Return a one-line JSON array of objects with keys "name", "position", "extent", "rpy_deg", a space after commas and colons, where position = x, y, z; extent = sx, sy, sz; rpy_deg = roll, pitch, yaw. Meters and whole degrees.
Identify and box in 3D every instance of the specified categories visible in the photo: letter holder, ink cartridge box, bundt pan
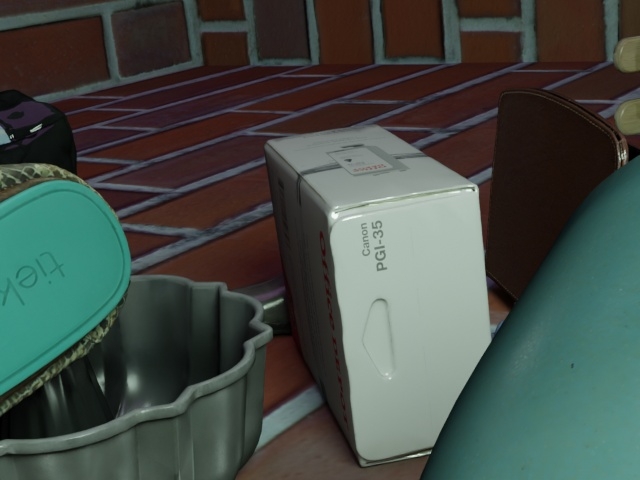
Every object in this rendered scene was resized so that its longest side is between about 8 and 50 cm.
[{"name": "letter holder", "position": [0.272, -0.029, 1.018], "extent": [0.152, 0.214, 0.302], "rpy_deg": [-2, 15, -9]}, {"name": "ink cartridge box", "position": [0.042, 0.031, 0.926], "extent": [0.117, 0.207, 0.283], "rpy_deg": [-10, 17, -10]}, {"name": "bundt pan", "position": [-0.193, 0.133, 0.803], "extent": [0.330, 0.124, 0.331], "rpy_deg": [-5, 16, 1]}]

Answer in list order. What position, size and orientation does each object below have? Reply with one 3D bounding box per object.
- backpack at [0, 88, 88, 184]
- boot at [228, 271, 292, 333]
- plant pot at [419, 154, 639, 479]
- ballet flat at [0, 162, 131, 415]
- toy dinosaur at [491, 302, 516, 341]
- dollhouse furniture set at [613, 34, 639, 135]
[{"name": "backpack", "position": [-0.404, 0.037, 0.958], "extent": [0.273, 0.290, 0.355], "rpy_deg": [22, 38, 21]}, {"name": "boot", "position": [0.000, 0.000, 1.128], "extent": [0.246, 0.161, 0.083], "rpy_deg": [-9, 16, -11]}, {"name": "plant pot", "position": [0.162, 0.137, 0.413], "extent": [0.293, 0.293, 0.235], "rpy_deg": [7, 36, 38]}, {"name": "ballet flat", "position": [-0.295, 0.106, 0.566], "extent": [0.182, 0.164, 0.483], "rpy_deg": [-15, 18, 38]}, {"name": "toy dinosaur", "position": [0.152, 0.089, 0.995], "extent": [0.082, 0.047, 0.090], "rpy_deg": [-31, 34, -16]}, {"name": "dollhouse furniture set", "position": [0.403, -0.111, 1.231], "extent": [0.161, 0.242, 0.212], "rpy_deg": [-12, 17, -22]}]
